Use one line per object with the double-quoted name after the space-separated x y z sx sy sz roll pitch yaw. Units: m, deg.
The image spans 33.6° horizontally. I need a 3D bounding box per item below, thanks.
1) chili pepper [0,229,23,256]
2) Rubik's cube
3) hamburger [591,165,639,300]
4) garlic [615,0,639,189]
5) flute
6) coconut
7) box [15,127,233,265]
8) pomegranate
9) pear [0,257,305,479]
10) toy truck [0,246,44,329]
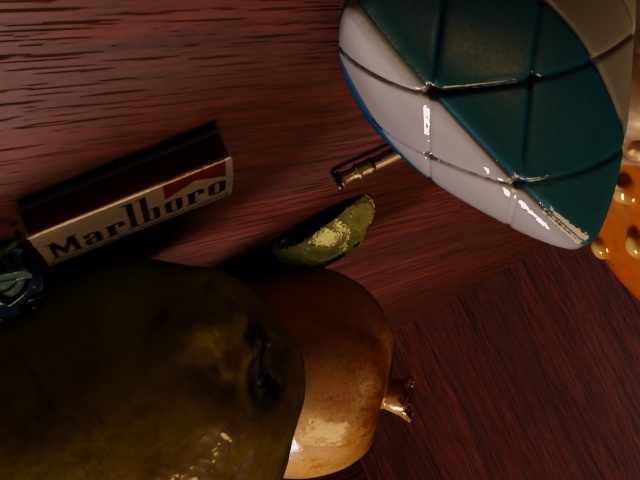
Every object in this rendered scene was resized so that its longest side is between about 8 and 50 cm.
-0.354 0.046 0.792 0.279 0.065 0.122 -20 177 -18 "chili pepper"
0.160 -0.114 0.775 0.254 0.254 0.254 -24 169 -5 "Rubik's cube"
0.492 -0.070 1.306 0.277 0.396 0.396 -23 169 -13 "hamburger"
0.260 -0.151 0.892 0.281 0.203 0.185 -20 150 -10 "garlic"
0.121 -0.115 1.189 0.233 0.027 0.027 -25 169 -2 "flute"
0.003 0.004 1.412 0.133 0.055 0.158 -22 167 -26 "coconut"
-0.162 -0.035 0.903 0.177 0.036 0.115 -23 169 -11 "box"
-0.025 0.184 1.453 0.319 0.319 0.319 -24 169 -5 "pomegranate"
-0.214 0.187 1.070 0.413 0.352 0.352 -39 166 15 "pear"
-0.289 0.035 0.920 0.073 0.056 0.090 -31 155 5 "toy truck"
